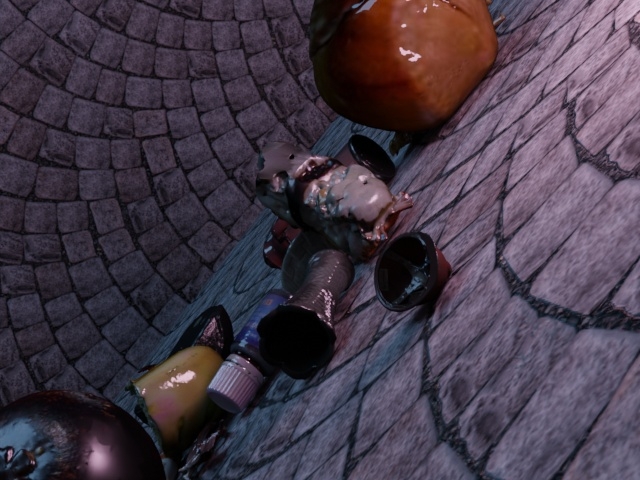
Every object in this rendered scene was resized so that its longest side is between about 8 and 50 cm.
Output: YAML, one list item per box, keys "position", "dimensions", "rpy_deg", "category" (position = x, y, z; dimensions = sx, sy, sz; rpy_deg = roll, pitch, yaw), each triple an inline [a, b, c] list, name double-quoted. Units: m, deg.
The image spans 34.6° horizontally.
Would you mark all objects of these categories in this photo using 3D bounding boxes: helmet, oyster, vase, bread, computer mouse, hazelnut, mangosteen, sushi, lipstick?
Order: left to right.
- position: [-0.362, 0.370, 1.469]
  dimensions: [0.330, 0.330, 0.330]
  rpy_deg: [-49, 8, 10]
  category: "mangosteen"
- position: [-0.258, 0.385, 1.702]
  dimensions: [0.038, 0.038, 0.130]
  rpy_deg: [-48, 9, 15]
  category: "lipstick"
- position: [-0.220, 0.260, 1.703]
  dimensions: [0.156, 0.158, 0.261]
  rpy_deg: [-29, 1, 23]
  category: "bread"
- position: [-0.247, 0.254, 2.000]
  dimensions: [0.170, 0.100, 0.269]
  rpy_deg: [-36, 19, 56]
  category: "computer mouse"
- position: [-0.009, 0.091, 1.475]
  dimensions: [0.115, 0.115, 0.237]
  rpy_deg: [-47, 7, 25]
  category: "vase"
- position: [0.004, -0.070, 1.648]
  dimensions: [0.124, 0.332, 0.130]
  rpy_deg: [-49, -34, -22]
  category: "sushi"
- position: [0.140, -0.369, 1.868]
  dimensions: [0.372, 0.372, 0.315]
  rpy_deg: [-48, -29, 20]
  category: "hazelnut"
- position: [0.176, -0.221, 1.991]
  dimensions: [0.103, 0.051, 0.148]
  rpy_deg: [-43, 13, 54]
  category: "oyster"
- position: [0.117, 0.039, 1.167]
  dimensions: [0.111, 0.057, 0.089]
  rpy_deg: [-26, 59, 49]
  category: "helmet"

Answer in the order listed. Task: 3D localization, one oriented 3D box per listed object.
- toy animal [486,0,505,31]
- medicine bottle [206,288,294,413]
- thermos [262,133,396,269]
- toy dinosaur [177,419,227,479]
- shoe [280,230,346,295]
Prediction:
- position: [0.327, -0.428, 2.110]
  dimensions: [0.099, 0.057, 0.241]
  rpy_deg: [-53, 7, 33]
  category: "toy animal"
- position: [-0.099, 0.176, 1.622]
  dimensions: [0.203, 0.083, 0.083]
  rpy_deg: [-57, 10, -27]
  category: "medicine bottle"
- position: [-0.004, -0.050, 1.991]
  dimensions: [0.330, 0.109, 0.136]
  rpy_deg: [-46, 7, 29]
  category: "thermos"
- position: [-0.177, 0.319, 1.575]
  dimensions: [0.108, 0.032, 0.220]
  rpy_deg: [-53, 6, -8]
  category: "toy dinosaur"
- position: [0.001, 0.000, 1.772]
  dimensions: [0.227, 0.099, 0.125]
  rpy_deg: [-48, 15, -17]
  category: "shoe"
